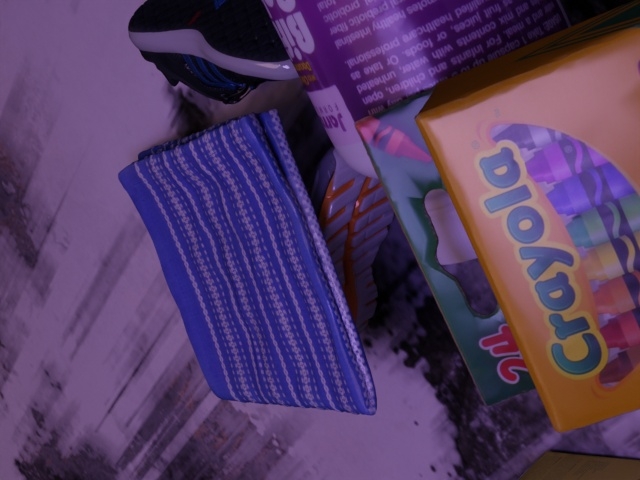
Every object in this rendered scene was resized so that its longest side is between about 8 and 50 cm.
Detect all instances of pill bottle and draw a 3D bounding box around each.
[{"bbox_3d":[0.058,-0.144,0.963,0.169,0.169,0.301,-15,105,53],"label":"pill bottle"}]

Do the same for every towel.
[{"bbox_3d":[-0.069,0.027,1.263,0.336,0.040,0.243,-9,102,67],"label":"towel"}]

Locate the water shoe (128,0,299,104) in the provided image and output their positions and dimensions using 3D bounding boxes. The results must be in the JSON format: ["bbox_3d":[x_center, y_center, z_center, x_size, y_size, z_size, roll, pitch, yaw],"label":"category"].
[{"bbox_3d":[-0.063,-0.147,1.204,0.203,0.073,0.080,20,153,44],"label":"water shoe"}]

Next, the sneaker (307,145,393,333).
[{"bbox_3d":[0.000,0.000,1.222,0.083,0.084,0.215,41,143,27],"label":"sneaker"}]

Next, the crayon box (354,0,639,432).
[{"bbox_3d":[0.192,-0.026,0.836,0.318,0.081,0.202,-22,103,19],"label":"crayon box"}]

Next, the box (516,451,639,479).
[{"bbox_3d":[0.247,0.208,1.117,0.232,0.058,0.087,-1,117,50],"label":"box"}]
